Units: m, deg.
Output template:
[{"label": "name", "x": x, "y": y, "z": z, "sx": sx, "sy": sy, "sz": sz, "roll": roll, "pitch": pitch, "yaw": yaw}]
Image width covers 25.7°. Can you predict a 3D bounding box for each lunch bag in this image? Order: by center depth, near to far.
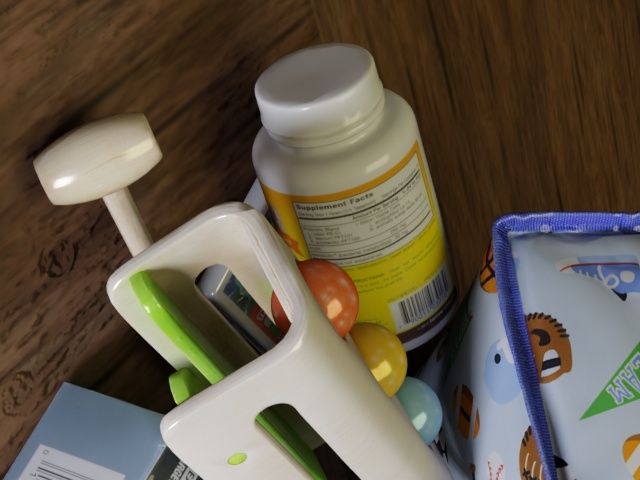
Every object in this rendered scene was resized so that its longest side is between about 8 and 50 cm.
[{"label": "lunch bag", "x": 0.202, "y": 0.213, "z": 1.038, "sx": 0.328, "sy": 0.239, "sz": 0.385, "roll": 106, "pitch": -23, "yaw": -64}]

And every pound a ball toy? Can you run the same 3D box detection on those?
[{"label": "pound a ball toy", "x": -0.030, "y": 0.061, "z": 0.904, "sx": 0.136, "sy": 0.208, "sz": 0.319, "roll": -31, "pitch": 140, "yaw": 3}]

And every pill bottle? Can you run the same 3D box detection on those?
[{"label": "pill bottle", "x": 0.023, "y": -0.028, "z": 0.993, "sx": 0.117, "sy": 0.117, "sz": 0.215, "roll": -47, "pitch": 134, "yaw": -35}]

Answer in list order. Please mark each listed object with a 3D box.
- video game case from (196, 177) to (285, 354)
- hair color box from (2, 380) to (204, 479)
[{"label": "video game case", "x": 0.000, "y": 0.000, "z": 1.091, "sx": 0.201, "sy": 0.023, "sz": 0.183, "roll": -62, "pitch": 141, "yaw": -19}, {"label": "hair color box", "x": -0.091, "y": 0.278, "z": 0.976, "sx": 0.185, "sy": 0.114, "sz": 0.374, "roll": -60, "pitch": 141, "yaw": -22}]
